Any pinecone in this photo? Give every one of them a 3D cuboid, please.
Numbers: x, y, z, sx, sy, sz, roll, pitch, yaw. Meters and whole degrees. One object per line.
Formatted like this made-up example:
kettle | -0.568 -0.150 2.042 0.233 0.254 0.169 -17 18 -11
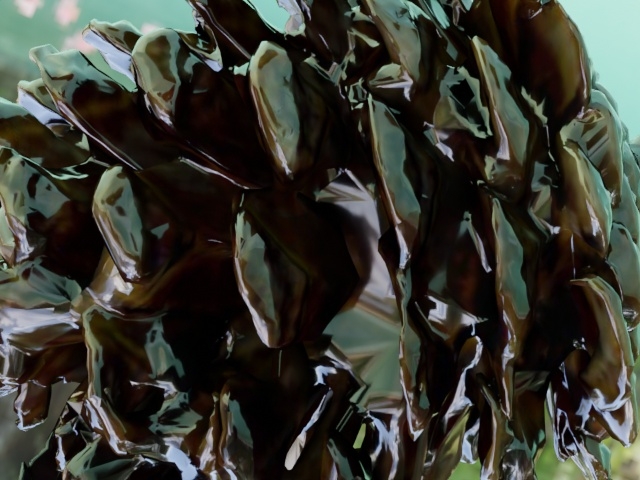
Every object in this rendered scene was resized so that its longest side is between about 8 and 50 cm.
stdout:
pinecone | 0.000 0.000 0.675 0.273 0.224 0.224 -7 -176 -10
